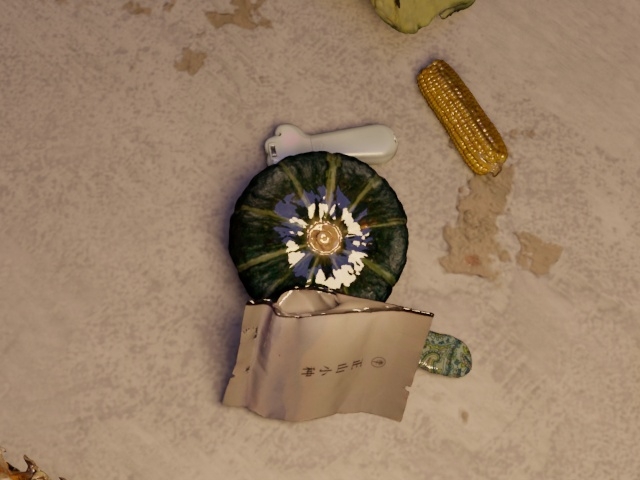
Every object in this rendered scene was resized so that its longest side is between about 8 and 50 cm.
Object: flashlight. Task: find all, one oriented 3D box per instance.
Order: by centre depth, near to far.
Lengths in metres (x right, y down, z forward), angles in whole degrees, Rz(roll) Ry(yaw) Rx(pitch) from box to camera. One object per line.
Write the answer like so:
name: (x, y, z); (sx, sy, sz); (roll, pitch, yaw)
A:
flashlight: (0.017, -0.135, 1.704); (0.200, 0.047, 0.093); (-8, 72, -10)

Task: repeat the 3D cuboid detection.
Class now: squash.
squash: (0.000, 0.000, 1.591); (0.252, 0.165, 0.252); (1, 85, -6)

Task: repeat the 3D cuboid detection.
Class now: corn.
corn: (0.214, -0.184, 1.724); (0.068, 0.068, 0.207); (-26, 73, -12)

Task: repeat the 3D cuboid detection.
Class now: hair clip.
hair clip: (0.105, 0.147, 1.617); (0.229, 0.036, 0.066); (11, 64, -1)

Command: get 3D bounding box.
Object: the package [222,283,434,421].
package: (0.007, 0.154, 1.528); (0.251, 0.204, 0.062); (6, 38, -12)

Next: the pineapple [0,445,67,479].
pineapple: (-0.359, 0.430, 1.320); (0.300, 0.352, 0.352); (24, 71, 11)

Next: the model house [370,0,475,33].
model house: (0.105, -0.497, 1.765); (0.266, 0.261, 0.321); (28, 51, 32)
